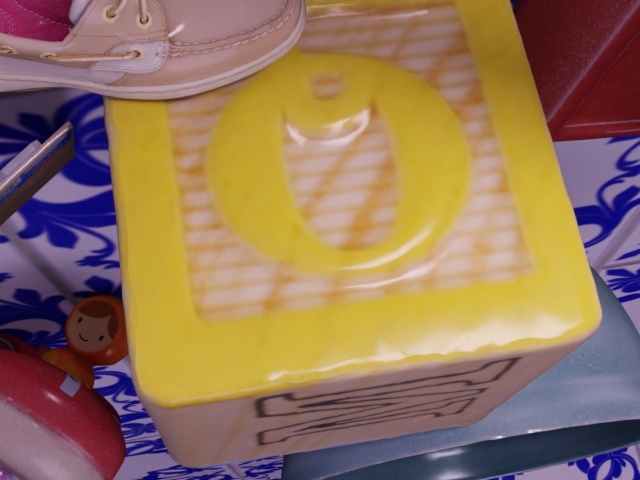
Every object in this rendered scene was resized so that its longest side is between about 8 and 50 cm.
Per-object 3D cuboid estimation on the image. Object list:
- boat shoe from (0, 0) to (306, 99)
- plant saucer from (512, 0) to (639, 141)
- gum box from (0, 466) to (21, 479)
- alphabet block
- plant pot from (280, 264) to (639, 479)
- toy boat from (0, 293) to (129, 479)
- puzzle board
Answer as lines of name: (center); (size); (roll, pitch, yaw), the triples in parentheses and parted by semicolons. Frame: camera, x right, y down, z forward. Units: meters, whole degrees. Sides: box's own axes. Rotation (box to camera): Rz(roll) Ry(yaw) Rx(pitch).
boat shoe: (-0.089, -0.093, 0.354); (0.170, 0.063, 0.059); (-7, 165, -6)
plant saucer: (0.232, -0.123, 0.453); (0.259, 0.047, 0.259); (-6, 159, -12)
gum box: (-0.338, 0.181, 0.808); (0.188, 0.062, 0.107); (21, 175, 30)
alphabet block: (0.000, 0.000, 0.464); (0.194, 0.192, 0.197); (-9, 160, -8)
plant pot: (0.101, 0.079, 0.702); (0.293, 0.196, 0.293); (-9, 159, -3)
toy boat: (-0.208, 0.110, 0.737); (0.151, 0.151, 0.231); (38, 173, -12)
puzzle board: (-0.176, -0.011, 0.460); (0.128, 0.011, 0.096); (-47, -172, -13)
